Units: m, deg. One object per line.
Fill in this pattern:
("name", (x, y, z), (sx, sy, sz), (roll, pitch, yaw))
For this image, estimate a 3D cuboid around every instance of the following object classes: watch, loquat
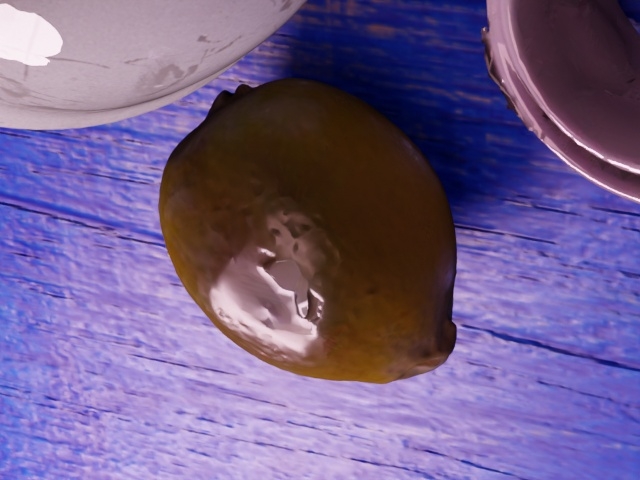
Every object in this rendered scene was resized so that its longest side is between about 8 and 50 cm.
("watch", (0.197, -0.103, 0.667), (0.217, 0.211, 0.248), (52, 136, -3))
("loquat", (0.000, 0.000, 0.850), (0.152, 0.152, 0.195), (-33, 96, 37))

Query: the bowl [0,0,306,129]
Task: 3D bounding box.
("bowl", (-0.076, -0.179, 0.645), (0.146, 0.313, 0.313), (33, 143, 53))
